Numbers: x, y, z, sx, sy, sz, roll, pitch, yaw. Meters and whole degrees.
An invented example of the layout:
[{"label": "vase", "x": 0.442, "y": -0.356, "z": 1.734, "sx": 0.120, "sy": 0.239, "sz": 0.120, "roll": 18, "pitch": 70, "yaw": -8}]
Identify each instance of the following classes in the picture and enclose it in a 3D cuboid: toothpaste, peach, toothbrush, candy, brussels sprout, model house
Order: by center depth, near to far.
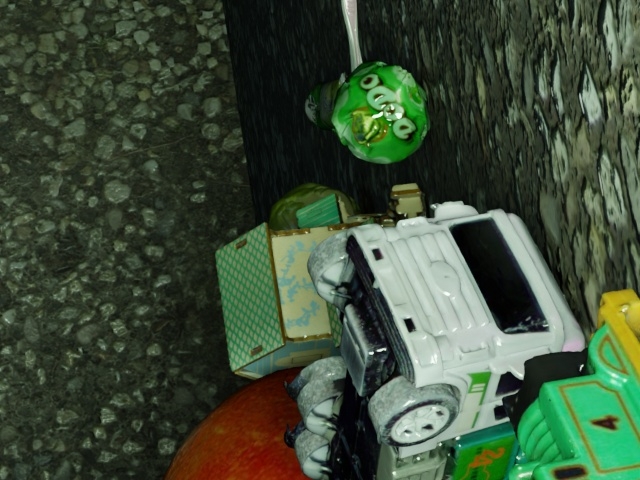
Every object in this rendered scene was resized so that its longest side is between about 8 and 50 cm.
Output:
[{"label": "peach", "x": -0.022, "y": 0.302, "z": 1.617, "sx": 0.372, "sy": 0.290, "sz": 0.373, "roll": 1, "pitch": 91, "yaw": 47}, {"label": "candy", "x": 0.061, "y": -0.109, "z": 1.653, "sx": 0.323, "sy": 0.097, "sz": 0.097, "roll": 46, "pitch": -144, "yaw": -87}, {"label": "model house", "x": 0.001, "y": 0.050, "z": 1.700, "sx": 0.271, "sy": 0.206, "sz": 0.178, "roll": 100, "pitch": 160, "yaw": -71}, {"label": "toothbrush", "x": 0.034, "y": -0.256, "z": 1.863, "sx": 0.022, "sy": 0.017, "sz": 0.204, "roll": -171, "pitch": 74, "yaw": -72}, {"label": "toothpaste", "x": 0.017, "y": -0.159, "z": 1.997, "sx": 0.248, "sy": 0.047, "sz": 0.078, "roll": -154, "pitch": 48, "yaw": -80}, {"label": "brussels sprout", "x": 0.003, "y": -0.002, "z": 2.009, "sx": 0.155, "sy": 0.117, "sz": 0.155, "roll": 43, "pitch": 143, "yaw": 44}]

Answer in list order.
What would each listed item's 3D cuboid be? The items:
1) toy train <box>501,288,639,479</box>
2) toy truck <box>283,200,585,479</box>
[{"label": "toy train", "x": 0.154, "y": 0.112, "z": 0.813, "sx": 0.228, "sy": 0.136, "sz": 0.091, "roll": -112, "pitch": 15, "yaw": -54}, {"label": "toy truck", "x": 0.081, "y": 0.129, "z": 1.239, "sx": 0.363, "sy": 0.178, "sz": 0.176, "roll": 91, "pitch": 159, "yaw": -52}]
